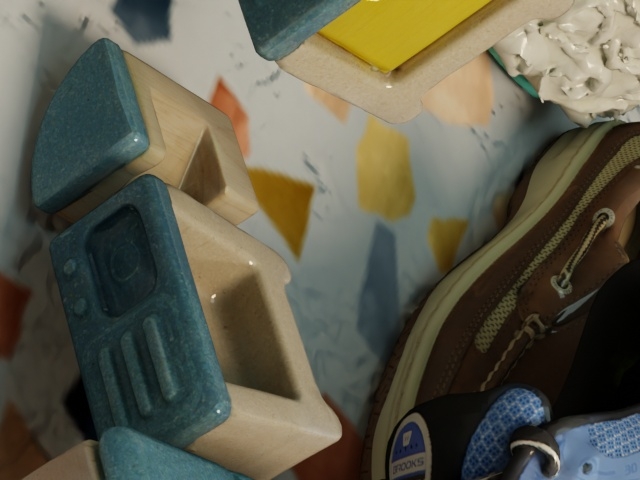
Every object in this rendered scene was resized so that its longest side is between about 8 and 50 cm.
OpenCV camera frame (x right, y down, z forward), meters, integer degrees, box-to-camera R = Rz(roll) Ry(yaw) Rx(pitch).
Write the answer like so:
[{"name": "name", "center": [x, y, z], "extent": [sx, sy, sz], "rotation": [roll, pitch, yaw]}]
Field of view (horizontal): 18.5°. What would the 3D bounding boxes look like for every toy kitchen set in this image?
[{"name": "toy kitchen set", "center": [0.000, 0.000, 0.517], "extent": [0.122, 0.166, 0.207], "rotation": [30, 33, -51]}]

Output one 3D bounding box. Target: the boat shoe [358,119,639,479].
[{"name": "boat shoe", "center": [0.101, 0.035, 0.748], "extent": [0.095, 0.095, 0.257], "rotation": [58, 44, -30]}]

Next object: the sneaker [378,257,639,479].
[{"name": "sneaker", "center": [0.051, 0.129, 0.607], "extent": [0.147, 0.129, 0.330], "rotation": [50, 53, -11]}]

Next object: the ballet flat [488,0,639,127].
[{"name": "ballet flat", "center": [0.051, -0.182, 0.688], "extent": [0.409, 0.147, 0.147], "rotation": [35, 58, -44]}]
